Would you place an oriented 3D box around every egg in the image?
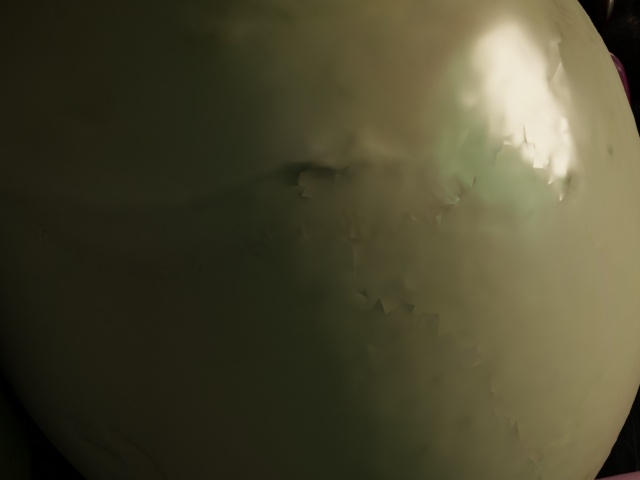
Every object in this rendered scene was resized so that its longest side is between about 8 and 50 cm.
[{"bbox_3d":[0.000,0.000,0.821,0.283,0.283,0.345,-80,148,-54],"label":"egg"}]

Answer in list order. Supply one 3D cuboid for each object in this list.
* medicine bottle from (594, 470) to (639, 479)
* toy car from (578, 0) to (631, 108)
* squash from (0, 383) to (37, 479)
[{"bbox_3d":[0.068,0.218,0.953,0.178,0.291,0.178,-13,90,-73],"label":"medicine bottle"},{"bbox_3d":[-0.005,-0.096,1.114,0.340,0.240,0.271,51,44,2],"label":"toy car"},{"bbox_3d":[-0.160,0.059,0.746,0.201,0.066,0.066,58,24,-55],"label":"squash"}]
